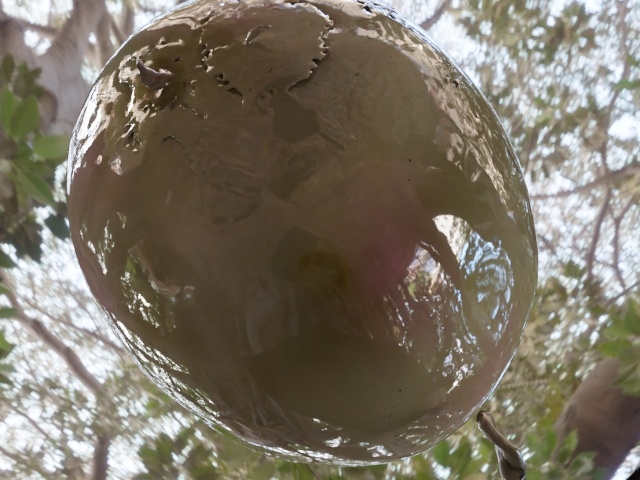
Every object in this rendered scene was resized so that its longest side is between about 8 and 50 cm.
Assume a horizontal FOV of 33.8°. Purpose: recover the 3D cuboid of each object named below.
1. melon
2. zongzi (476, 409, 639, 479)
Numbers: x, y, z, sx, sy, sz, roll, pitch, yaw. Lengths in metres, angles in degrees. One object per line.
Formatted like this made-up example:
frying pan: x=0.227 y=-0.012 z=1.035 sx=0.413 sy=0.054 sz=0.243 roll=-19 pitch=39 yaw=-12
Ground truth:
melon: x=0.000 y=0.000 z=0.553 sx=0.223 sy=0.317 sz=0.223 roll=-11 pitch=-122 yaw=18
zongzi: x=0.144 y=0.386 z=0.419 sx=0.467 sy=0.218 sz=0.500 roll=30 pitch=-101 yaw=36
